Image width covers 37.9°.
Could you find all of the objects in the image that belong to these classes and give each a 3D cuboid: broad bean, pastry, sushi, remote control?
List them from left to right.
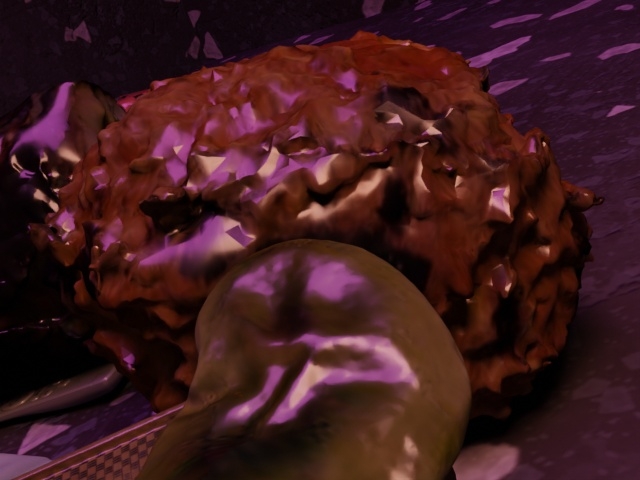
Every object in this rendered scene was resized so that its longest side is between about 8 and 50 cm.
[{"bbox_3d":[-0.315,0.013,1.013,0.294,0.299,0.281,-20,-20,3],"label":"sushi"},{"bbox_3d":[-0.280,0.164,0.964,0.184,0.027,0.050,-20,14,20],"label":"remote control"},{"bbox_3d":[-0.011,0.079,0.413,0.153,0.072,0.206,-18,30,16],"label":"broad bean"},{"bbox_3d":[0.017,0.000,0.700,0.405,0.292,0.337,-20,24,-34],"label":"pastry"}]

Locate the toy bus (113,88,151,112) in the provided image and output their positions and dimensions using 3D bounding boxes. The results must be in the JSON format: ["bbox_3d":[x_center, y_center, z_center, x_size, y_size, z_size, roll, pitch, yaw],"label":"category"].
[{"bbox_3d":[-0.335,-0.165,1.671,0.233,0.203,0.427,-28,16,-31],"label":"toy bus"}]

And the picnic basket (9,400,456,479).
[{"bbox_3d":[-0.043,0.176,0.484,0.267,0.139,0.165,-23,19,-7],"label":"picnic basket"}]

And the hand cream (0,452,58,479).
[{"bbox_3d":[-0.388,0.226,0.878,0.331,0.058,0.085,-4,8,30],"label":"hand cream"}]
